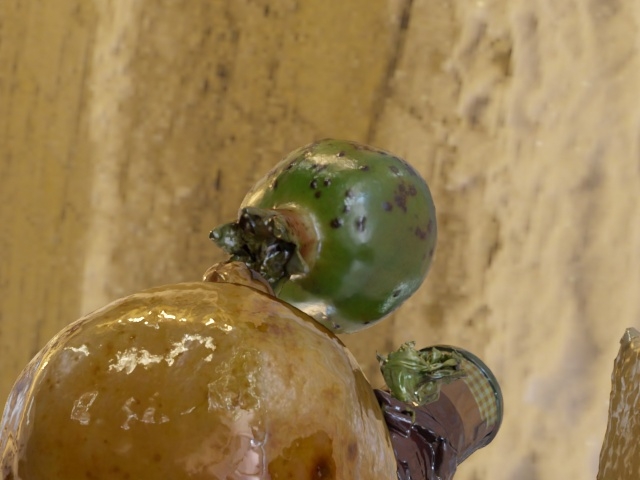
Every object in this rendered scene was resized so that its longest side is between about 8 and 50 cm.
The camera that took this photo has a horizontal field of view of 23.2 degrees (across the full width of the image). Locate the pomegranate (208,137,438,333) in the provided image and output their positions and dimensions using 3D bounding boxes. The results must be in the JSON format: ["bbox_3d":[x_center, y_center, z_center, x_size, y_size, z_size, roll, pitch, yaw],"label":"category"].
[{"bbox_3d":[0.015,-0.007,1.696,0.286,0.230,0.231,20,-106,-83],"label":"pomegranate"}]

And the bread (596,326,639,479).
[{"bbox_3d":[0.386,0.262,1.107,0.279,0.371,0.390,-151,69,-81],"label":"bread"}]

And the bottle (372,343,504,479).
[{"bbox_3d":[0.088,0.215,1.680,0.143,0.271,0.156,-1,109,36],"label":"bottle"}]

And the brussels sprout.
[{"bbox_3d":[0.098,0.128,1.477,0.085,0.085,0.058,-38,57,52],"label":"brussels sprout"}]

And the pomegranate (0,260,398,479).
[{"bbox_3d":[-0.108,0.194,1.421,0.410,0.410,0.410,-17,71,59],"label":"pomegranate"}]
